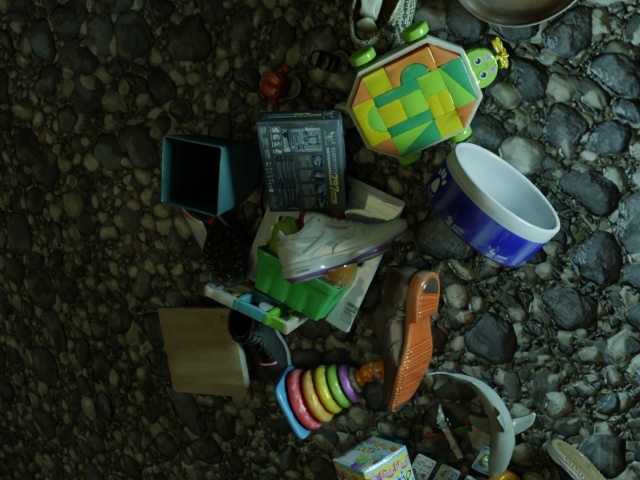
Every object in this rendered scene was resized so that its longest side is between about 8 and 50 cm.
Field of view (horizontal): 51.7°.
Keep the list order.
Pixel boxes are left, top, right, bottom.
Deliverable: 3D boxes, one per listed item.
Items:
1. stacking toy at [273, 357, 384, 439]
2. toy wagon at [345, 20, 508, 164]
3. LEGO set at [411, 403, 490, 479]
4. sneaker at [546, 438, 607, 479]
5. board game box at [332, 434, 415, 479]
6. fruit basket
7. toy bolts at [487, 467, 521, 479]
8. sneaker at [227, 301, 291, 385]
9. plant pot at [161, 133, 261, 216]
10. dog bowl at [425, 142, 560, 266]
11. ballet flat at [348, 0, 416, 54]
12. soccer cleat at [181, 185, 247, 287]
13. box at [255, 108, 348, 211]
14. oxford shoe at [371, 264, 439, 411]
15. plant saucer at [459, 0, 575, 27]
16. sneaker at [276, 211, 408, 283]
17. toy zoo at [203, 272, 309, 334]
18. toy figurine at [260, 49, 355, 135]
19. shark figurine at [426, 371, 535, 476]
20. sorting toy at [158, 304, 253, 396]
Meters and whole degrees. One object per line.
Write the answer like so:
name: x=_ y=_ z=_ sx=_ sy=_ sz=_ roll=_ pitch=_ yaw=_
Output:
stacking toy: x=0.048 y=0.373 z=1.698 sx=0.302 sy=0.175 sz=0.166 roll=-26 pitch=98 yaw=16
toy wagon: x=0.229 y=-0.319 z=1.387 sx=0.344 sy=0.068 sz=0.267 roll=-23 pitch=118 yaw=16
LEGO set: x=0.345 y=0.525 z=1.643 sx=0.182 sy=0.060 sz=0.244 roll=23 pitch=115 yaw=7
sneaker: x=0.586 y=0.593 z=1.496 sx=0.282 sy=0.099 sz=0.153 roll=44 pitch=116 yaw=7
board game box: x=0.158 y=0.665 z=1.678 sx=0.144 sy=0.142 sz=0.275 roll=-7 pitch=101 yaw=58
fruit basket: x=0.000 y=0.000 z=1.627 sx=0.327 sy=0.165 sz=0.353 roll=26 pitch=98 yaw=18
toy bolts: x=0.384 y=0.664 z=1.615 sx=0.158 sy=0.218 sz=0.228 roll=-1 pitch=117 yaw=63
sneaker: x=-0.170 y=0.277 z=1.766 sx=0.104 sy=0.147 sz=0.296 roll=-11 pitch=100 yaw=27
plant pot: x=-0.253 y=-0.179 z=1.634 sx=0.165 sy=0.234 sz=0.166 roll=14 pitch=110 yaw=23
dog bowl: x=0.348 y=-0.075 z=1.342 sx=0.265 sy=0.265 sz=0.104 roll=43 pitch=120 yaw=11
ballet flat: x=0.156 y=-0.620 z=1.341 sx=0.164 sy=0.182 sz=0.483 roll=22 pitch=112 yaw=21
soccer cleat: x=-0.277 y=-0.009 z=1.729 sx=0.108 sy=0.116 sz=0.318 roll=-27 pitch=70 yaw=-11
box: x=-0.036 y=-0.174 z=1.476 sx=0.183 sy=0.059 sz=0.233 roll=-1 pitch=126 yaw=10
oxford shoe: x=0.191 y=0.234 z=1.600 sx=0.132 sy=0.130 sz=0.364 roll=18 pitch=104 yaw=36
plant saucer: x=0.401 y=-0.583 z=1.304 sx=0.310 sy=0.050 sz=0.311 roll=8 pitch=107 yaw=26
sneaker: x=0.042 y=-0.013 z=1.481 sx=0.305 sy=0.114 sz=0.152 roll=-18 pitch=81 yaw=4
toy zoo: x=-0.163 y=0.139 z=1.699 sx=0.293 sy=0.192 sz=0.030 roll=23 pitch=112 yaw=21
toy figurine: x=-0.010 y=-0.324 z=1.532 sx=0.209 sy=0.148 sz=0.213 roll=-23 pitch=90 yaw=24
shark figurine: x=0.384 y=0.389 z=1.527 sx=0.166 sy=0.116 sz=0.278 roll=-36 pitch=77 yaw=8
sorting toy: x=-0.313 y=0.301 z=1.877 sx=0.257 sy=0.089 sz=0.255 roll=-3 pitch=102 yaw=27
